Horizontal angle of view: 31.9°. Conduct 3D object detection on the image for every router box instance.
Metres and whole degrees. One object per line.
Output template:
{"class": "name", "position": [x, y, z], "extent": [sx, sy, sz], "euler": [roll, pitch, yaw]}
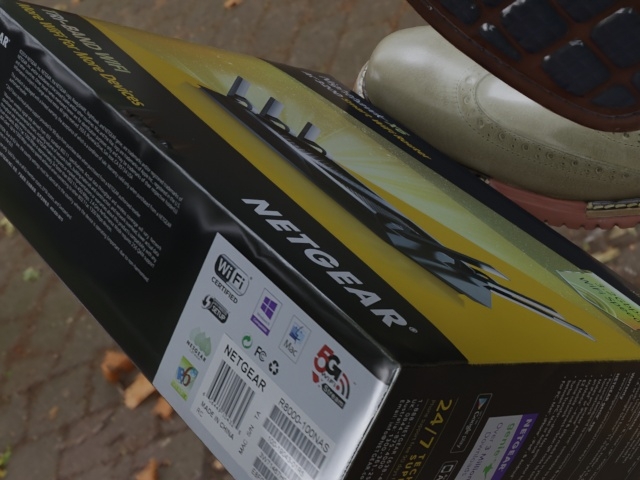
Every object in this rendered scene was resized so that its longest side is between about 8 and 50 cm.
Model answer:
{"class": "router box", "position": [0.000, 0.000, 0.522], "extent": [0.309, 0.243, 0.081], "euler": [40, 113, 37]}

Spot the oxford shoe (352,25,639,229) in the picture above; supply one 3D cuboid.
{"class": "oxford shoe", "position": [0.210, -0.091, 0.629], "extent": [0.397, 0.146, 0.140], "euler": [9, 50, 14]}

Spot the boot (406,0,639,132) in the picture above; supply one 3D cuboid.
{"class": "boot", "position": [0.048, -0.139, 0.331], "extent": [0.082, 0.219, 0.106], "euler": [-32, 9, 43]}
